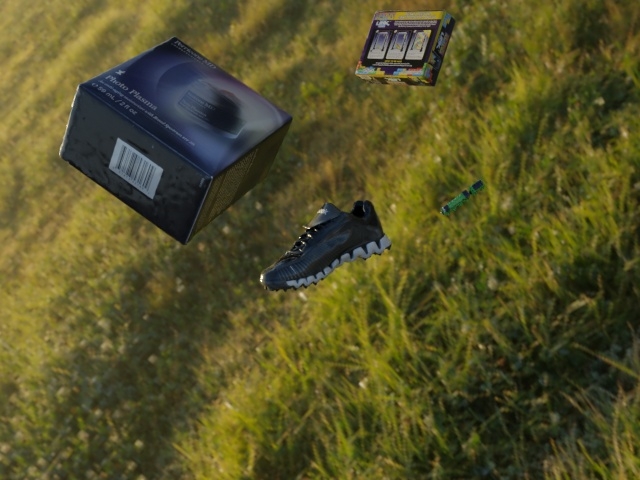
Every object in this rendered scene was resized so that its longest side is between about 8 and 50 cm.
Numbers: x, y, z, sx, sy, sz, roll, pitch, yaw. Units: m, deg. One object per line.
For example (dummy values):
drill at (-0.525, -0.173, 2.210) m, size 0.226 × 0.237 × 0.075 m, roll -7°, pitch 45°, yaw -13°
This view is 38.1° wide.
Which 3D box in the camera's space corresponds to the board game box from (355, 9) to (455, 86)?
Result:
board game box at (0.164, -0.374, 1.800) m, size 0.170 × 0.048 × 0.141 m, roll 12°, pitch 79°, yaw 41°

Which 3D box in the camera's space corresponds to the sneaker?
sneaker at (0.000, 0.000, 1.408) m, size 0.234 × 0.106 × 0.078 m, roll -22°, pitch 17°, yaw -29°

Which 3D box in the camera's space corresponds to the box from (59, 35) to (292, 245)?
box at (-0.262, -0.196, 1.712) m, size 0.294 × 0.296 × 0.182 m, roll -46°, pitch -12°, yaw -51°

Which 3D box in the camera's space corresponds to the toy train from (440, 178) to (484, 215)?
toy train at (0.225, -0.068, 1.464) m, size 0.083 × 0.023 × 0.017 m, roll -36°, pitch 76°, yaw -1°
